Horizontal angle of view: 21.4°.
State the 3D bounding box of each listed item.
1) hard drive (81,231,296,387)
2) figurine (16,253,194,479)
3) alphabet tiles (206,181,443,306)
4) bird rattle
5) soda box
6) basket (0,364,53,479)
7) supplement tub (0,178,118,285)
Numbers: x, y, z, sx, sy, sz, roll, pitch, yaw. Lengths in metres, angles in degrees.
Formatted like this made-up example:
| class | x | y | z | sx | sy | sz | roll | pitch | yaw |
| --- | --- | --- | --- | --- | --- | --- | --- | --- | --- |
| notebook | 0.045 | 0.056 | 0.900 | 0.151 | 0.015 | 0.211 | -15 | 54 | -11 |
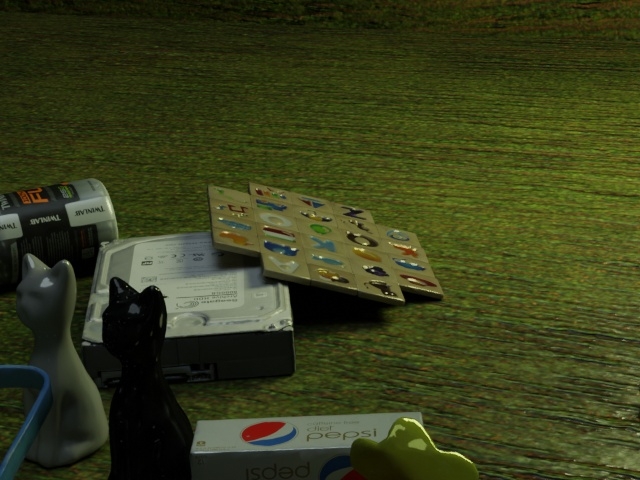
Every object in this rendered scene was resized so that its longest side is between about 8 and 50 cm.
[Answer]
| class | x | y | z | sx | sy | sz | roll | pitch | yaw |
| --- | --- | --- | --- | --- | --- | --- | --- | --- | --- |
| hard drive | -0.152 | 0.071 | 1.987 | 0.236 | 0.064 | 0.339 | -4 | 20 | -1 |
| figurine | -0.216 | 0.122 | 1.632 | 0.215 | 0.209 | 0.092 | 14 | 26 | 40 |
| alphabet tiles | 0.000 | 0.000 | 2.110 | 0.285 | 0.011 | 0.342 | 13 | 17 | -10 |
| bird rattle | 0.052 | 0.277 | 1.360 | 0.207 | 0.143 | 0.253 | -14 | 32 | 5 |
| soda box | -0.010 | 0.207 | 1.572 | 0.216 | 0.069 | 0.074 | -2 | 19 | 1 |
| basket | -0.378 | 0.201 | 1.448 | 0.254 | 0.201 | 0.289 | -2 | 29 | 7 |
| supplement tub | -0.363 | -0.008 | 2.159 | 0.190 | 0.117 | 0.117 | -11 | 21 | -23 |
